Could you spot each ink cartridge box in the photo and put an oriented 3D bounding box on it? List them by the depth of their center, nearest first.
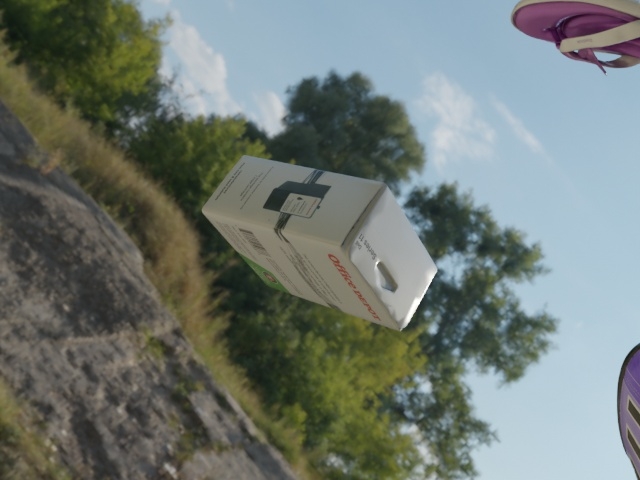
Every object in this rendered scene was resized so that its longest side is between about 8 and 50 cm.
[{"bbox_3d":[0.000,0.000,0.877,0.208,0.087,0.153,16,-27,41],"label":"ink cartridge box"}]

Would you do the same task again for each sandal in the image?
[{"bbox_3d":[0.526,-0.344,1.449,0.416,0.102,0.169,18,-14,23],"label":"sandal"}]

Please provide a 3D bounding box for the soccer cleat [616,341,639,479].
[{"bbox_3d":[0.333,0.242,0.716,0.116,0.108,0.318,-34,114,-78],"label":"soccer cleat"}]
